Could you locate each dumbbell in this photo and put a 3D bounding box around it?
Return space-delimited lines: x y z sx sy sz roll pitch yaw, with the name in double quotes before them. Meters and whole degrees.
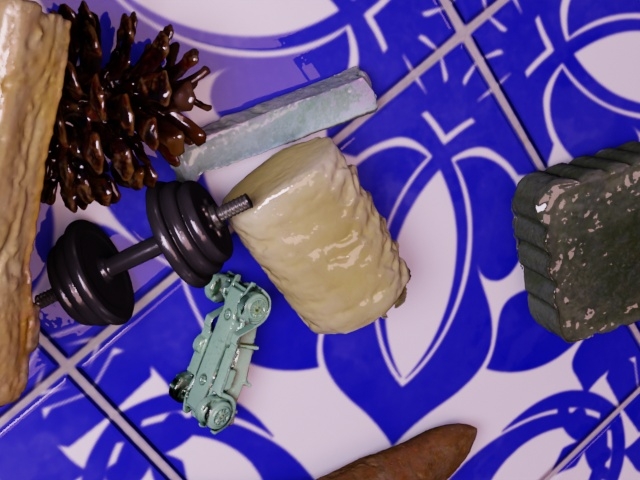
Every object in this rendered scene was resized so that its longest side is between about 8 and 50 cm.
"dumbbell" -0.151 0.011 0.787 0.208 0.099 0.099 -25 114 11

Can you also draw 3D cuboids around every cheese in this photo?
"cheese" 0.000 0.000 0.855 0.123 0.094 0.167 -27 120 12

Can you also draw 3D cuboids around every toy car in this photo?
"toy car" -0.089 0.103 0.868 0.054 0.073 0.143 16 96 -41

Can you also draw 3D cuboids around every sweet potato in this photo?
"sweet potato" 0.021 0.274 0.946 0.341 0.092 0.114 -10 90 -22

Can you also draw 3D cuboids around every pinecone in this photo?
"pinecone" -0.165 -0.109 0.736 0.165 0.163 0.163 -15 108 -27

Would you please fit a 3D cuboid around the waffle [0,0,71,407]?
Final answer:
"waffle" -0.354 -0.050 0.634 0.348 0.077 0.304 13 99 4

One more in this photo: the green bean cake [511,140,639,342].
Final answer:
"green bean cake" 0.302 -0.001 0.997 0.185 0.094 0.183 -18 110 -18

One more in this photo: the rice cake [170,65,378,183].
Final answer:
"rice cake" -0.043 -0.108 0.856 0.211 0.034 0.043 -23 119 -17
